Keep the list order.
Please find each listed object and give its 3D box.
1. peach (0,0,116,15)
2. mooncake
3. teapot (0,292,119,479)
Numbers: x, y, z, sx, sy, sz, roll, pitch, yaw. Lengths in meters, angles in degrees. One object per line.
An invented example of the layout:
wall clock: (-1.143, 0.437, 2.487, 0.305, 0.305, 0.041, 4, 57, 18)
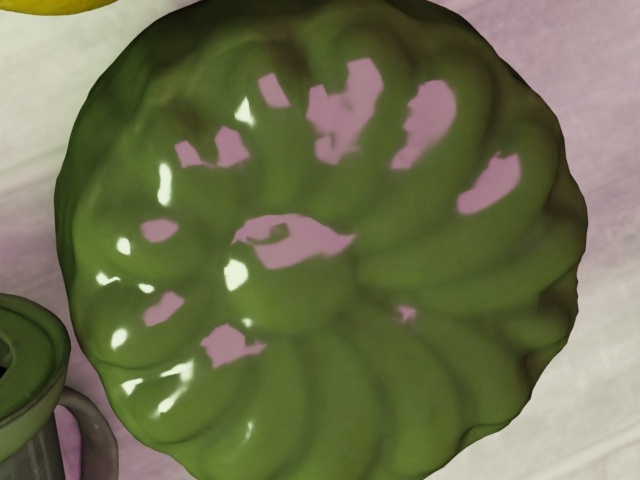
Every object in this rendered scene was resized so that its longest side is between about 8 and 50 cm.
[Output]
peach: (-0.175, -0.258, 0.898, 0.251, 0.153, 0.251, 0, 91, -36)
mooncake: (0.000, 0.000, 0.991, 0.356, 0.194, 0.356, -7, 115, -15)
teapot: (-0.230, 0.213, 0.989, 0.270, 0.200, 0.337, -40, 133, -51)
